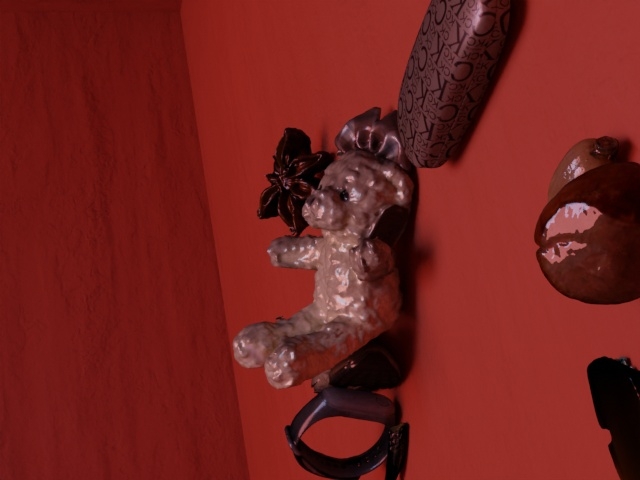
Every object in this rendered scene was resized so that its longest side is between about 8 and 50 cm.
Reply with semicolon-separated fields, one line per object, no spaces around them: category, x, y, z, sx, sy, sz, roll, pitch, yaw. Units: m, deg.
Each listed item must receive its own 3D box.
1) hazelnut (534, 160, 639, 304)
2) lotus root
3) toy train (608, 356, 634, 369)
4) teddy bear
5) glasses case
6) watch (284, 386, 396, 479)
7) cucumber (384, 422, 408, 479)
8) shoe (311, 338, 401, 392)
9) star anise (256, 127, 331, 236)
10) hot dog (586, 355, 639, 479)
hazelnut;0.296;-0.009;1.029;0.143;0.143;0.154;-114;33;-49
lotus root;0.291;-0.060;1.125;0.150;0.062;0.073;106;155;-46
toy train;0.336;0.167;1.091;0.092;0.029;0.045;-116;20;-49
teddy bear;0.000;0.000;1.698;0.327;0.375;0.362;18;125;59
glasses case;0.181;-0.245;1.414;0.355;0.085;0.137;109;153;-53
watch;0.036;0.358;1.833;0.068;0.206;0.193;-113;39;-53
cucumber;0.138;0.387;1.804;0.034;0.033;0.135;18;117;37
shoe;0.066;0.194;1.870;0.336;0.132;0.171;131;142;-71
star anise;-0.052;-0.126;2.151;0.190;0.125;0.220;48;123;21
hot dog;0.358;0.257;0.916;0.194;0.107;0.326;166;91;-83
